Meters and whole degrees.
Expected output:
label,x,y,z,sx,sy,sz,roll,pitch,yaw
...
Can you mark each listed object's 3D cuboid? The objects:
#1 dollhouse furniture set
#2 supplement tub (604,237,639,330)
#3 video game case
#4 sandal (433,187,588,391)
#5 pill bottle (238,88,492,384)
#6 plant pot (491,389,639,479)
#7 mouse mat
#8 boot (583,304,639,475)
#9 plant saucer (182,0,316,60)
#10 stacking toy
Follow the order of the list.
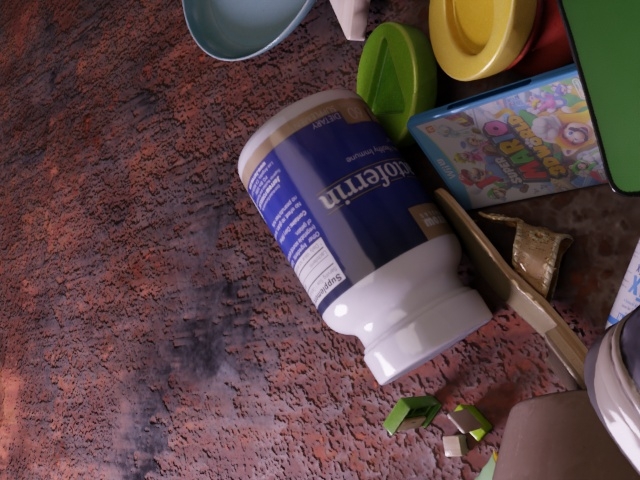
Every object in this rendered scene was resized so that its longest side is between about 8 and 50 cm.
label,x,y,z,sx,sy,sz,roll,pitch,yaw
dollhouse furniture set,0.133,0.210,0.625,0.152,0.058,0.076,46,116,36
supplement tub,0.271,0.036,0.507,0.071,0.071,0.107,25,103,42
video game case,0.175,-0.084,0.588,0.166,0.119,0.015,-11,42,42
sandal,0.198,0.030,0.588,0.079,0.088,0.240,-31,60,1
pill bottle,0.043,-0.003,0.651,0.153,0.153,0.265,-41,72,32
plant pot,0.205,0.229,0.451,0.263,0.263,0.229,-18,57,41
mouse mat,0.268,-0.129,0.499,0.007,0.152,0.190,97,165,-76
boot,0.316,0.105,0.254,0.377,0.138,0.284,52,146,30
plant saucer,-0.080,-0.398,0.900,0.317,0.043,0.318,-5,83,42
stacking toy,0.134,-0.252,0.676,0.279,0.130,0.309,127,134,-59
